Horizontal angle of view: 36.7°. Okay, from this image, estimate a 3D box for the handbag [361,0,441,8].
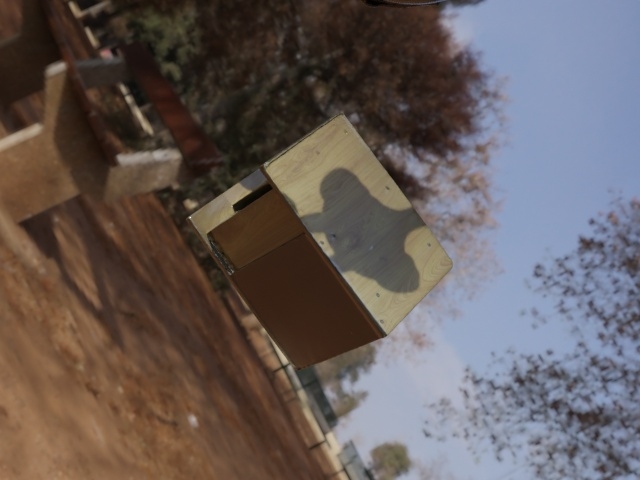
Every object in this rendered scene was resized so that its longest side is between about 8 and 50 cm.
[{"bbox_3d":[0.058,-0.350,0.891,0.308,0.254,0.093,27,30,-14],"label":"handbag"}]

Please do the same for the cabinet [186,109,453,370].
[{"bbox_3d":[0.000,0.000,1.067,0.215,0.148,0.175,54,-39,-5],"label":"cabinet"}]
